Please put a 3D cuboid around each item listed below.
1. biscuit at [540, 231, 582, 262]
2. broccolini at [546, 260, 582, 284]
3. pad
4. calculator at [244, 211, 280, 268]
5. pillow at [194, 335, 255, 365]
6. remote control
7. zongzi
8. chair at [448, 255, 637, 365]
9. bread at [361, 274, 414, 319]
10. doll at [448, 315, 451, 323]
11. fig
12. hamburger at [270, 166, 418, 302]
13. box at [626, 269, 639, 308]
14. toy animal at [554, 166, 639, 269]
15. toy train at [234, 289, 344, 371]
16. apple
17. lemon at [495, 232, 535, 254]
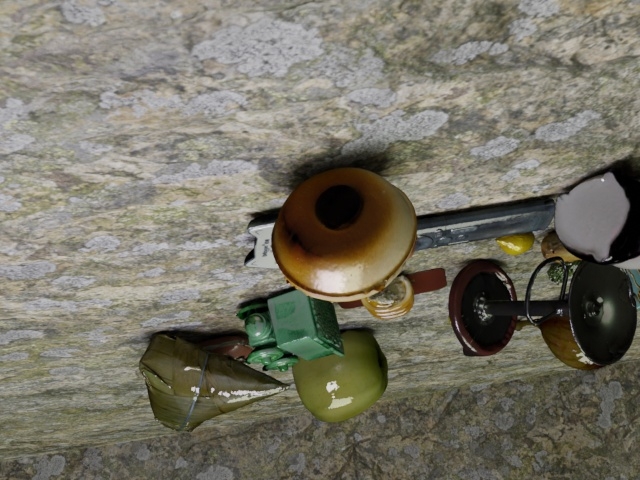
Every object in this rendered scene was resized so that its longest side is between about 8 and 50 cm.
[{"bbox_3d":[0.555,0.006,1.722,0.183,0.061,0.118,-7,161,-4],"label":"biscuit"},{"bbox_3d":[0.613,0.034,1.860,0.054,0.051,0.239,-50,180,-38],"label":"broccolini"},{"bbox_3d":[0.168,0.117,1.908,0.267,0.004,0.181,-13,159,7],"label":"pad"},{"bbox_3d":[0.000,0.000,1.418,0.268,0.040,0.177,1,150,-9],"label":"calculator"},{"bbox_3d":[-0.257,0.299,2.081,0.179,0.075,0.171,-13,157,12],"label":"pillow"},{"bbox_3d":[0.253,-0.020,1.530,0.377,0.044,0.107,-9,152,-3],"label":"remote control"},{"bbox_3d":[-0.248,0.386,1.974,0.360,0.160,0.323,10,144,6],"label":"zongzi"},{"bbox_3d":[0.440,0.148,1.716,0.226,0.227,0.401,5,172,-35],"label":"chair"},{"bbox_3d":[0.158,0.134,1.828,0.119,0.084,0.177,-13,163,8],"label":"bread"},{"bbox_3d":[0.424,0.192,2.145,0.162,0.062,0.106,-12,164,2],"label":"doll"},{"bbox_3d":[0.697,0.263,2.337,0.320,0.217,0.217,2,172,43],"label":"fig"},{"bbox_3d":[0.035,-0.008,1.222,0.236,0.237,0.147,-12,144,5],"label":"hamburger"},{"bbox_3d":[0.749,0.040,1.756,0.041,0.162,0.229,-3,158,-18],"label":"box"},{"bbox_3d":[0.564,-0.031,1.479,0.235,0.165,0.187,3,159,-37],"label":"toy animal"},{"bbox_3d":[-0.071,0.211,1.842,0.201,0.145,0.266,-18,159,11],"label":"toy train"},{"bbox_3d":[0.051,0.372,2.219,0.279,0.279,0.279,-9,159,-3],"label":"apple"},{"bbox_3d":[0.392,-0.002,1.612,0.092,0.065,0.065,-5,159,-26],"label":"lemon"}]
